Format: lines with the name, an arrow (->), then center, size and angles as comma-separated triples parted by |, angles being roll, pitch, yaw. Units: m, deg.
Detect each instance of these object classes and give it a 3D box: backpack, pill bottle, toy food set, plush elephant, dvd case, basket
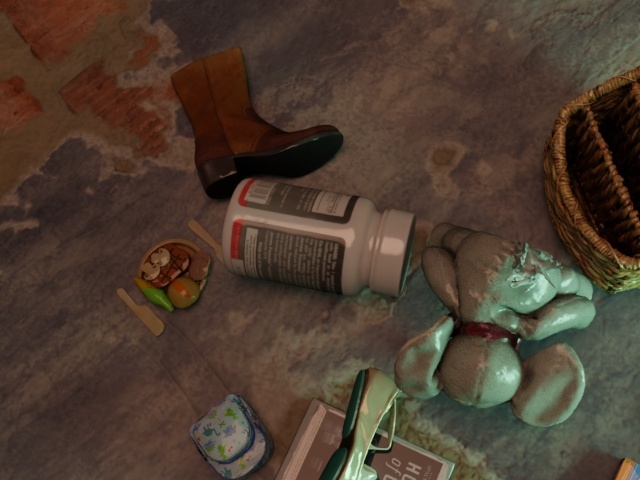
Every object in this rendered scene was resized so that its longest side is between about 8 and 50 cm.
backpack -> -0.135, 0.305, 1.222 | 0.105, 0.084, 0.114 | -39, 72, -5
pill bottle -> 0.000, 0.000, 1.278 | 0.283, 0.161, 0.161 | 11, 71, 11
toy food set -> -0.249, 0.054, 1.354 | 0.132, 0.038, 0.192 | 40, 79, 19
plush elephant -> 0.248, 0.130, 1.157 | 0.272, 0.330, 0.255 | 22, 92, 7
dvd case -> 0.059, 0.367, 1.203 | 0.239, 0.029, 0.179 | 22, 74, 15
basket -> 0.472, -0.095, 1.210 | 0.214, 0.223, 0.299 | -11, 69, -6

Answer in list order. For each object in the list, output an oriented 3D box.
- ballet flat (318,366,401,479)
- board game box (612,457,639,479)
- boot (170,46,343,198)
ballet flat -> 0.058, 0.309, 1.172 | 0.086, 0.086, 0.248 | 19, 72, 14
board game box -> 0.434, 0.466, 1.119 | 0.145, 0.027, 0.281 | 28, 75, 15
boot -> -0.117, -0.231, 1.439 | 0.264, 0.096, 0.280 | -22, 61, 7
